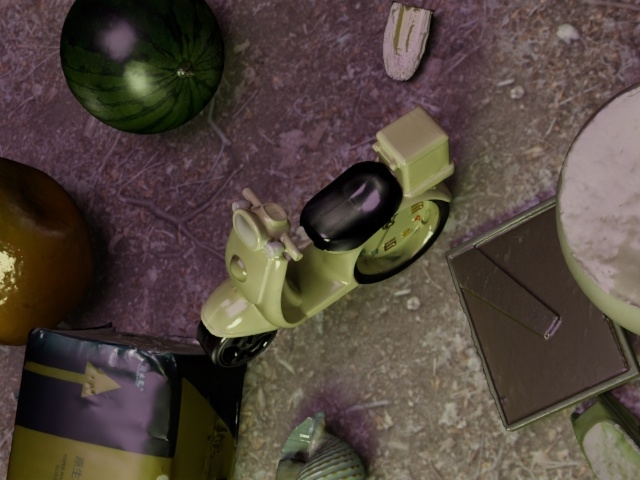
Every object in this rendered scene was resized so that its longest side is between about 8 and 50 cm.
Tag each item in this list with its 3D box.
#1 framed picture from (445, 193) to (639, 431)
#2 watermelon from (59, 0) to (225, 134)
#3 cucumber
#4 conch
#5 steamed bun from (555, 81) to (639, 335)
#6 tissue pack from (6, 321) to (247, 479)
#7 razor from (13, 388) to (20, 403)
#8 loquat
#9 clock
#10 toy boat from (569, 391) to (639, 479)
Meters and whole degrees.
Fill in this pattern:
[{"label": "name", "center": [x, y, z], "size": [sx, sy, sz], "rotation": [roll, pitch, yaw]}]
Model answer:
[{"label": "framed picture", "center": [0.278, 0.089, 1.803], "size": [0.192, 0.018, 0.265], "rotation": [-27, 63, 22]}, {"label": "watermelon", "center": [-0.259, -0.273, 2.052], "size": [0.242, 0.242, 0.242], "rotation": [-6, 78, 27]}, {"label": "cucumber", "center": [0.121, -0.274, 1.963], "size": [0.067, 0.035, 0.107], "rotation": [15, 93, 19]}, {"label": "conch", "center": [0.002, 0.319, 1.877], "size": [0.135, 0.102, 0.153], "rotation": [-31, 34, 32]}, {"label": "steamed bun", "center": [0.436, -0.035, 1.648], "size": [0.324, 0.206, 0.324], "rotation": [-7, 77, 30]}, {"label": "tissue pack", "center": [-0.270, 0.326, 1.899], "size": [0.253, 0.264, 0.416], "rotation": [7, 88, 21]}, {"label": "razor", "center": [-0.317, 0.249, 2.095], "size": [0.278, 0.056, 0.111], "rotation": [-11, 113, 20]}, {"label": "loquat", "center": [-0.485, 0.017, 2.091], "size": [0.276, 0.284, 0.276], "rotation": [-20, 60, 38]}, {"label": "clock", "center": [0.000, 0.000, 1.800], "size": [0.379, 0.276, 0.120], "rotation": [-33, 60, -16]}, {"label": "toy boat", "center": [0.398, 0.309, 1.691], "size": [0.093, 0.055, 0.293], "rotation": [-43, 64, 18]}]
